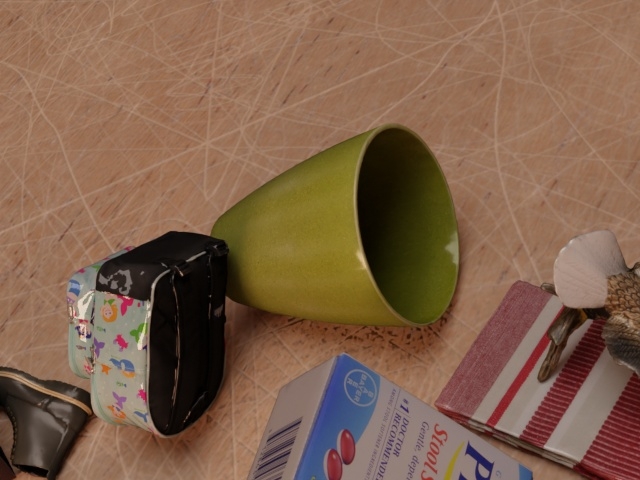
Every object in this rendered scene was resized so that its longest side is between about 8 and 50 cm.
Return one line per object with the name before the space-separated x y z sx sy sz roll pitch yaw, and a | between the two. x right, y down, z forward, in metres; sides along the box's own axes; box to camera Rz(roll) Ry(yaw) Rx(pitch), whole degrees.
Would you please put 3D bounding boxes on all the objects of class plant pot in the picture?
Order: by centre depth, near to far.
plant pot | 0.000 0.000 1.840 0.293 0.275 0.274 -10 45 33

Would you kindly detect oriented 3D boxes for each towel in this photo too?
towel | 0.340 0.185 1.681 0.329 0.037 0.237 20 56 31

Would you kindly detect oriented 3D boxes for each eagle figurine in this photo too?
eagle figurine | 0.428 0.100 1.584 0.298 0.226 0.225 23 37 39

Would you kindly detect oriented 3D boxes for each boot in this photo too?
boot | -0.431 0.259 1.872 0.198 0.077 0.137 6 57 26

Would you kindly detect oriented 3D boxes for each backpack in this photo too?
backpack | -0.224 0.130 1.779 0.191 0.253 0.225 4 18 25

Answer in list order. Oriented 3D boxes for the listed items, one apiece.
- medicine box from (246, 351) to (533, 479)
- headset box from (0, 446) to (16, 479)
medicine box | 0.063 0.318 1.476 0.149 0.289 0.263 -37 26 50
headset box | -0.608 0.316 1.854 0.293 0.110 0.218 -32 47 -10
